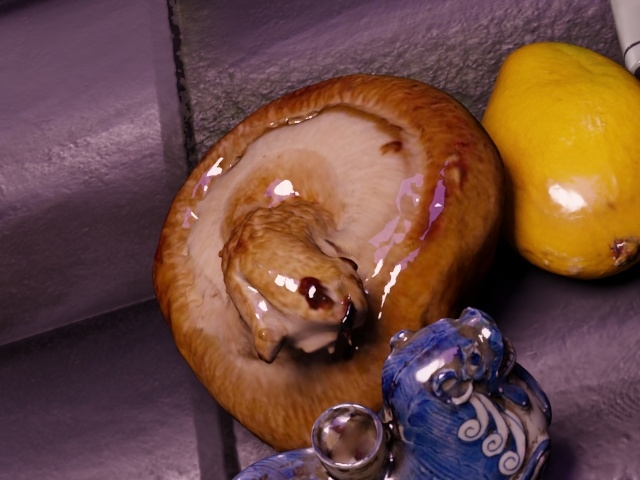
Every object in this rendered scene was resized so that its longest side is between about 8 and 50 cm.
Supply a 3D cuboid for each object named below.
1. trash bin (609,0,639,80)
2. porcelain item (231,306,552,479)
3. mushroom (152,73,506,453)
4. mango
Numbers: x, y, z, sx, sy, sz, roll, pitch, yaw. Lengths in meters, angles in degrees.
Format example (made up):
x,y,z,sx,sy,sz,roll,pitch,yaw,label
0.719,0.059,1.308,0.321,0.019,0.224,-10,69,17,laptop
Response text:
x,y,z,sx,sy,sz,roll,pitch,yaw,label
0.334,-0.204,1.686,0.116,0.059,0.130,-13,48,9,trash bin
0.044,0.179,1.362,0.288,0.186,0.138,-30,47,-4,porcelain item
0.000,0.000,1.511,0.345,0.259,0.345,-15,57,25,mushroom
0.220,-0.078,1.597,0.176,0.119,0.317,-18,39,10,mango
